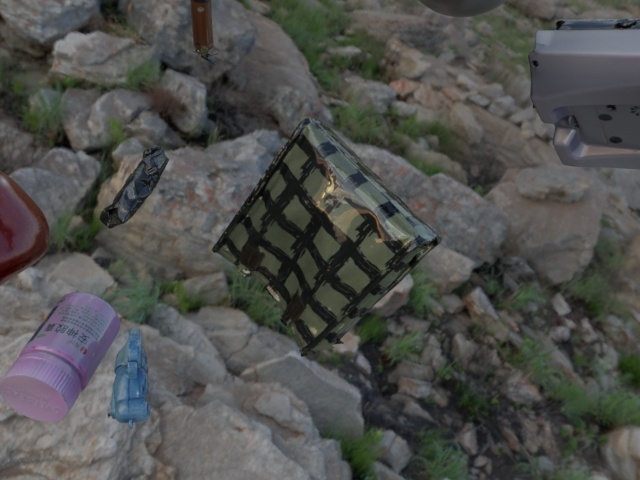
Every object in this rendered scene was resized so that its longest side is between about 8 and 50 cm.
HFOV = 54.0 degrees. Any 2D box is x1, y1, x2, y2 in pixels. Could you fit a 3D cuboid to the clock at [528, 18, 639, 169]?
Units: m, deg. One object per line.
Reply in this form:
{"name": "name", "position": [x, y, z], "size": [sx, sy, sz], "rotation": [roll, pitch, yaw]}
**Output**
{"name": "clock", "position": [0.357, -0.145, 0.711], "size": [0.186, 0.083, 0.253], "rotation": [16, -14, 40]}

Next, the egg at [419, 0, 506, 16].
{"name": "egg", "position": [0.182, -0.372, 0.784], "size": [0.176, 0.176, 0.232], "rotation": [35, 24, -1]}

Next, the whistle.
{"name": "whistle", "position": [-0.445, 0.324, 1.490], "size": [0.093, 0.180, 0.269], "rotation": [1, 46, -11]}

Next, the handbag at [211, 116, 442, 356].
{"name": "handbag", "position": [0.000, 0.000, 1.161], "size": [0.325, 0.327, 0.162], "rotation": [48, 18, 19]}

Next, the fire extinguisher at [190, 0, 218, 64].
{"name": "fire extinguisher", "position": [-0.264, -0.485, 1.424], "size": [0.062, 0.177, 0.050], "rotation": [10, 45, 5]}

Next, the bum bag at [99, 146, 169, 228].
{"name": "bum bag", "position": [-0.626, -0.180, 2.147], "size": [0.095, 0.144, 0.341], "rotation": [49, 63, -43]}

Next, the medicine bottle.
{"name": "medicine bottle", "position": [-0.636, 0.282, 1.554], "size": [0.178, 0.178, 0.291], "rotation": [29, 37, -9]}

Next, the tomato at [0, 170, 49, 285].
{"name": "tomato", "position": [-0.825, -0.010, 1.495], "size": [0.325, 0.293, 0.289], "rotation": [-36, 29, -29]}
